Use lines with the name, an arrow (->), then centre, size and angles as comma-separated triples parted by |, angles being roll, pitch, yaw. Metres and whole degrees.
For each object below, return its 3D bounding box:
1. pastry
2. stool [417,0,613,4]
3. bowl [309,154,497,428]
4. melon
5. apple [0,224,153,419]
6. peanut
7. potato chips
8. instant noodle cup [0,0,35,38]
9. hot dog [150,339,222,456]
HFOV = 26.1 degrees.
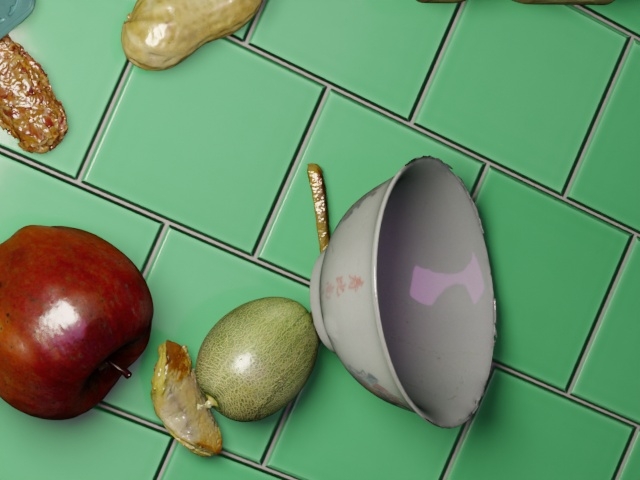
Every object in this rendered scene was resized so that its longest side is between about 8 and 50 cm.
pastry -> -0.370, -0.182, 1.677 | 0.087, 0.063, 0.169 | -39, 105, -7
stool -> 0.254, -0.394, 1.781 | 0.264, 0.179, 0.179 | -2, 95, -17
bowl -> 0.087, 0.071, 1.756 | 0.157, 0.345, 0.345 | -7, 99, 29
melon -> -0.084, 0.154, 1.746 | 0.192, 0.139, 0.139 | -42, 105, -26
apple -> -0.312, 0.092, 1.646 | 0.234, 0.234, 0.234 | -1, 95, -16
peanut -> -0.150, -0.295, 1.716 | 0.229, 0.098, 0.103 | -35, 130, -14
potato chips -> 0.000, 0.000, 1.821 | 0.037, 0.026, 0.204 | -2, 96, -3
instant noodle cup -> -0.432, -0.309, 1.607 | 0.157, 0.070, 0.179 | -53, 129, -41
hot dog -> -0.184, 0.206, 1.764 | 0.078, 0.061, 0.169 | -36, 110, -54
